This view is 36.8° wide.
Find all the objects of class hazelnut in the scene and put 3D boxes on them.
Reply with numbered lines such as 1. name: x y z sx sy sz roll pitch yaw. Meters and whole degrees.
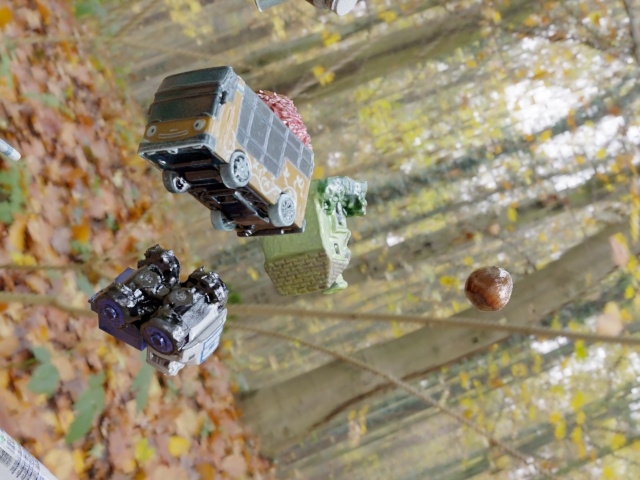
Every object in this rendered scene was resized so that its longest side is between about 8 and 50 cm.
1. hazelnut: 0.285 0.081 1.624 0.086 0.086 0.086 158 -90 -83

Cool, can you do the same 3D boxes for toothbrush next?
1. toothbrush: -0.601 -0.202 1.670 0.025 0.019 0.275 49 -2 29

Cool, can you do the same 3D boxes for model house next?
1. model house: 0.000 0.000 1.731 0.214 0.195 0.189 12 69 -68

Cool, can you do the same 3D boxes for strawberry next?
1. strawberry: -0.151 -0.247 2.066 0.138 0.233 0.306 79 -6 -49

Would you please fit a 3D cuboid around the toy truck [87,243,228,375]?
1. toy truck: -0.264 0.132 1.576 0.213 0.161 0.177 26 -50 17

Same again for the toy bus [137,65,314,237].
1. toy bus: -0.131 -0.127 1.430 0.275 0.138 0.167 40 53 -51

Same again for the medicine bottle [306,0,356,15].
1. medicine bottle: -0.010 -0.576 2.116 0.191 0.107 0.107 38 -18 19

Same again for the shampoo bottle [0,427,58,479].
1. shampoo bottle: -0.567 0.432 1.783 0.092 0.092 0.303 62 -2 42

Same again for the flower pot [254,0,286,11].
1. flower pot: -0.081 -0.518 1.839 0.229 0.108 0.103 -94 166 -58
